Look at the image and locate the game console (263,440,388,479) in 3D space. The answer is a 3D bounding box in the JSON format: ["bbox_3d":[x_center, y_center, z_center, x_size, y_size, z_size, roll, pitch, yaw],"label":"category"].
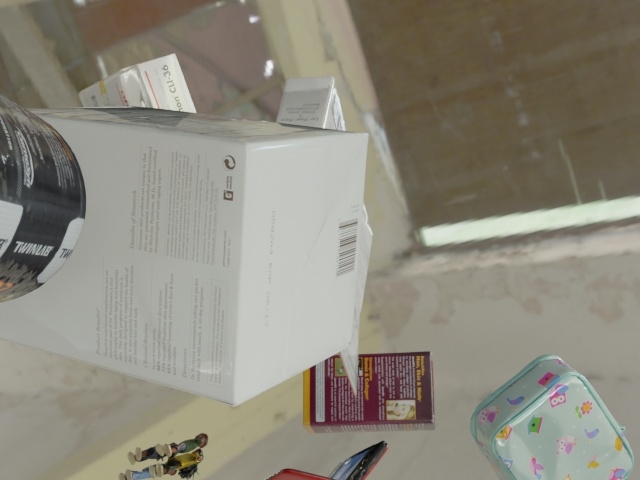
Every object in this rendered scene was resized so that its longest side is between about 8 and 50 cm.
[{"bbox_3d":[-0.003,0.286,1.214,0.124,0.085,0.144,-45,180,-34],"label":"game console"}]

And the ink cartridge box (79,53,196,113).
[{"bbox_3d":[-0.187,-0.131,1.053,0.067,0.115,0.198,-25,-168,-27],"label":"ink cartridge box"}]

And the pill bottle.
[{"bbox_3d":[-0.213,-0.027,0.554,0.130,0.130,0.245,-17,176,2],"label":"pill bottle"}]

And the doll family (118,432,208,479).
[{"bbox_3d":[-0.261,0.378,1.666,0.193,0.076,0.111,-16,174,41],"label":"doll family"}]

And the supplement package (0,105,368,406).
[{"bbox_3d":[-0.124,-0.006,0.834,0.263,0.199,0.198,10,-167,27],"label":"supplement package"}]

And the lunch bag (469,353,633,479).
[{"bbox_3d":[0.402,0.344,1.660,0.224,0.279,0.108,-40,-154,-7],"label":"lunch bag"}]

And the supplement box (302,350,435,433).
[{"bbox_3d":[0.071,0.222,1.407,0.188,0.104,0.081,-2,160,6],"label":"supplement box"}]

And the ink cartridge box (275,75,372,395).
[{"bbox_3d":[0.000,0.000,1.152,0.066,0.296,0.261,-1,-129,14],"label":"ink cartridge box"}]
